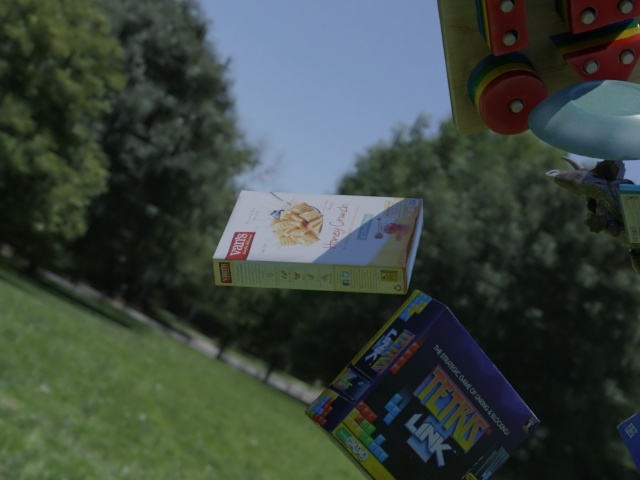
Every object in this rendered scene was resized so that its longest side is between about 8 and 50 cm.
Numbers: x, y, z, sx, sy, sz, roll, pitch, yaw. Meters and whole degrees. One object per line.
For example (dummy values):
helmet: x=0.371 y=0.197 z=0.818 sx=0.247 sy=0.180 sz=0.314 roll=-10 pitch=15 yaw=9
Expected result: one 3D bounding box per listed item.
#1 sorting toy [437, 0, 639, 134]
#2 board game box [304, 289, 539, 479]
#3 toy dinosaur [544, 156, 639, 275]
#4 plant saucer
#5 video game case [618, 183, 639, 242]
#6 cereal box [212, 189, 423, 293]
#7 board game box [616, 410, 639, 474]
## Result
sorting toy: x=0.286 y=-0.251 z=1.922 sx=0.089 sy=0.257 sz=0.255 roll=-112 pitch=-173 yaw=-50
board game box: x=0.088 y=0.148 z=1.296 sx=0.170 sy=0.141 sz=0.048 roll=49 pitch=-10 yaw=-35
toy dinosaur: x=0.448 y=-0.009 z=2.149 sx=0.313 sy=0.121 sz=0.160 roll=48 pitch=21 yaw=4
plant saucer: x=0.341 y=-0.151 z=1.824 sx=0.195 sy=0.037 sz=0.195 roll=0 pitch=28 yaw=0
video game case: x=0.465 y=-0.032 z=1.959 sx=0.166 sy=0.015 sz=0.119 roll=2 pitch=-32 yaw=20
cereal box: x=0.000 y=0.000 z=1.940 sx=0.240 sy=0.047 sz=0.173 roll=3 pitch=32 yaw=9
board game box: x=0.540 y=0.203 z=1.834 sx=0.347 sy=0.233 sz=0.078 roll=12 pitch=47 yaw=-49
